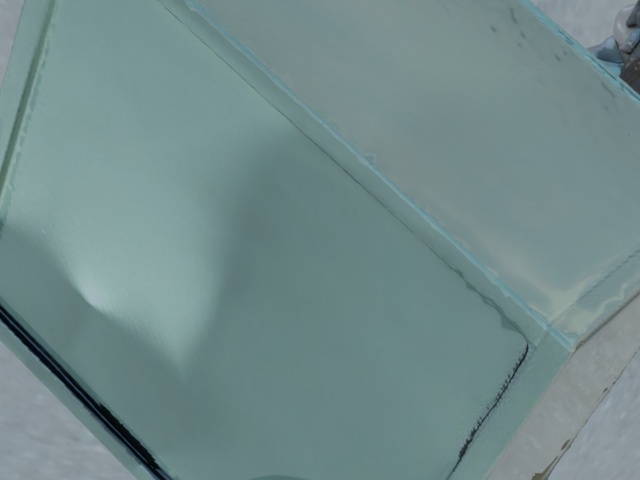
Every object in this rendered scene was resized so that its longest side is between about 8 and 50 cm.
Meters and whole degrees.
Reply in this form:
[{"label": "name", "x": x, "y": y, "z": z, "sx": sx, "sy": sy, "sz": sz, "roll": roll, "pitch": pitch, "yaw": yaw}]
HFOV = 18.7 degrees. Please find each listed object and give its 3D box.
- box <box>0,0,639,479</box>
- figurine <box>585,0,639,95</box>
[{"label": "box", "x": 0.000, "y": 0.000, "z": 0.702, "sx": 0.225, "sy": 0.225, "sz": 0.117, "roll": 43, "pitch": 50, "yaw": 15}, {"label": "figurine", "x": 0.219, "y": -0.103, "z": 1.367, "sx": 0.245, "sy": 0.138, "sz": 0.110, "roll": -40, "pitch": 65, "yaw": 36}]
